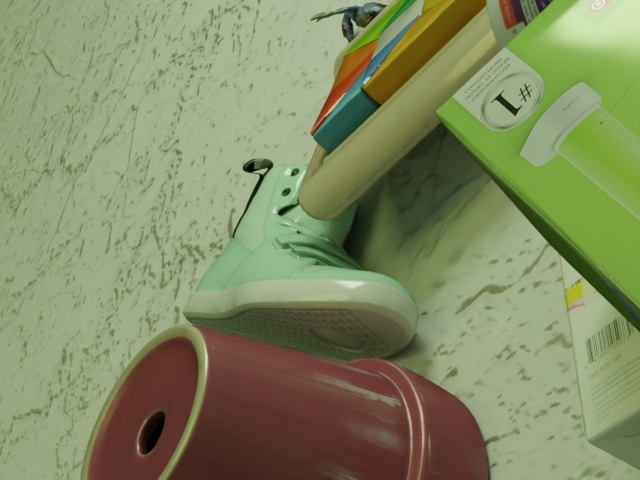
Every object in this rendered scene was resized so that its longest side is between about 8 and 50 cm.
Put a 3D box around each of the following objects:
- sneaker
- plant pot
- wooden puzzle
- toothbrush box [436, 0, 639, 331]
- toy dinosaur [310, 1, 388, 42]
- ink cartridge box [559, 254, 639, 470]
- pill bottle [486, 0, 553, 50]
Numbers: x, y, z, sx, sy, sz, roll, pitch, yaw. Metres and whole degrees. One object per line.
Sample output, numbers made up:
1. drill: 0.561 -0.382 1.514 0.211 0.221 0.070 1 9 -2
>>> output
1. sneaker: -0.001 0.000 1.130 0.256 0.094 0.151 -1 61 59
2. plant pot: -0.032 0.143 0.948 0.201 0.180 0.201 -42 31 33
3. wooden puzzle: 0.068 -0.143 1.138 0.221 0.044 0.238 -42 18 26
4. toothbrush box: 0.211 -0.029 0.657 0.206 0.122 0.283 -44 37 3
5. toy dinosaur: 0.042 -0.177 1.310 0.090 0.047 0.082 -22 23 2
6. ink cartridge box: 0.186 0.009 0.821 0.115 0.067 0.198 -40 35 35
7. pill bottle: 0.196 -0.160 0.921 0.193 0.108 0.108 -23 45 52
